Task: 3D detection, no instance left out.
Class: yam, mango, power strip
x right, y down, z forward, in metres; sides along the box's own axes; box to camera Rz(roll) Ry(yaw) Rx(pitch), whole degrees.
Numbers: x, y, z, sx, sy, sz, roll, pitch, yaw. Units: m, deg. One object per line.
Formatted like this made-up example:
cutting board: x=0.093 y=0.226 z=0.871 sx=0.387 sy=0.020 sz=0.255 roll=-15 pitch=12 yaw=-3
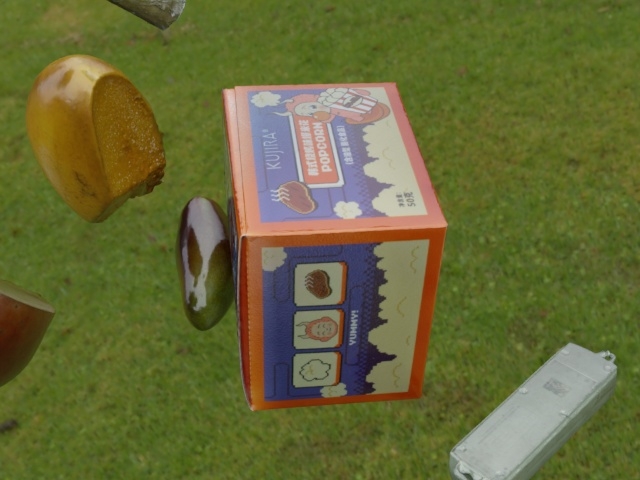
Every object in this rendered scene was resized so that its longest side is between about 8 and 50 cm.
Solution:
yam: x=-0.227 y=-0.295 z=1.015 sx=0.054 sy=0.132 sz=0.054 roll=-38 pitch=39 yaw=40
mango: x=-0.183 y=0.036 z=1.433 sx=0.111 sy=0.133 sz=0.268 roll=-2 pitch=45 yaw=-7
power strip: x=0.252 y=0.212 z=1.020 sx=0.272 sy=0.052 sz=0.078 roll=-33 pitch=43 yaw=-32
mango: x=-0.332 y=-0.148 z=1.279 sx=0.199 sy=0.350 sz=0.201 roll=-1 pitch=67 yaw=-2

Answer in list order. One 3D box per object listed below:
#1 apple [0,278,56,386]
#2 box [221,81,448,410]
apple: x=-0.505 y=0.053 z=1.093 sx=0.295 sy=0.365 sz=0.329 roll=-22 pitch=73 yaw=1
box: x=0.000 y=0.000 z=1.208 sx=0.256 sy=0.319 sz=0.349 roll=-4 pitch=41 yaw=-5
